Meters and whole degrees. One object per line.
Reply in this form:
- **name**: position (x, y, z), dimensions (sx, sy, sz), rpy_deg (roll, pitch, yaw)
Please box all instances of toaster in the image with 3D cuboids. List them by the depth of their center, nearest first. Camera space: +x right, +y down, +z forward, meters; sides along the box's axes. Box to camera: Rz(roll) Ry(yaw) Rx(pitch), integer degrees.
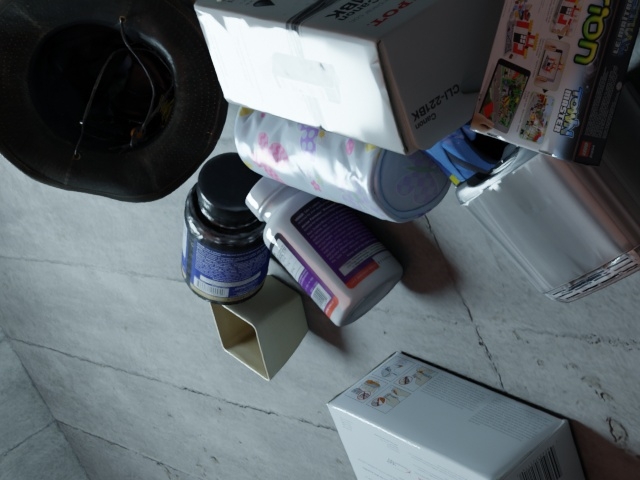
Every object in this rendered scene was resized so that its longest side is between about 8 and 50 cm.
- **toaster**: position (0.232, -0.044, 1.189), dimensions (0.146, 0.129, 0.227), rpy_deg (51, 150, -1)

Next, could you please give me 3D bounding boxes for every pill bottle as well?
- **pill bottle**: position (0.000, 0.000, 1.650), dimensions (0.193, 0.108, 0.108), rpy_deg (49, 154, 13)
- **pill bottle**: position (-0.122, -0.016, 1.820), dimensions (0.123, 0.123, 0.219), rpy_deg (45, 152, 19)

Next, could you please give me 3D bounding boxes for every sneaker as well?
- **sneaker**: position (0.111, -0.121, 1.327), dimensions (0.209, 0.069, 0.082), rpy_deg (34, 149, -2)

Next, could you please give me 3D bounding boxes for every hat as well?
- **hat**: position (-0.276, -0.214, 1.780), dimensions (0.134, 0.331, 0.331), rpy_deg (-80, -33, -67)

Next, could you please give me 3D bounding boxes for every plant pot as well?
- **plant pot**: position (-0.080, 0.112, 1.932), dimensions (0.109, 0.096, 0.109), rpy_deg (30, 144, 40)

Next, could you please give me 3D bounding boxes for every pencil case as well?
- **pencil case**: position (0.020, -0.104, 1.489), dimensions (0.273, 0.113, 0.124), rpy_deg (19, 129, 50)

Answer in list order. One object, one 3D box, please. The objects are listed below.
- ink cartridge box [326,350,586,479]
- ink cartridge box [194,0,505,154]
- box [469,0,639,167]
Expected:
- **ink cartridge box**: position (0.184, 0.313, 1.684), dimensions (0.309, 0.130, 0.271), rpy_deg (19, 136, 51)
- **ink cartridge box**: position (0.049, -0.192, 1.236), dimensions (0.273, 0.197, 0.114), rpy_deg (22, 139, 48)
- **box**: position (0.193, -0.170, 1.070), dimensions (0.114, 0.036, 0.206), rpy_deg (26, 105, 46)
